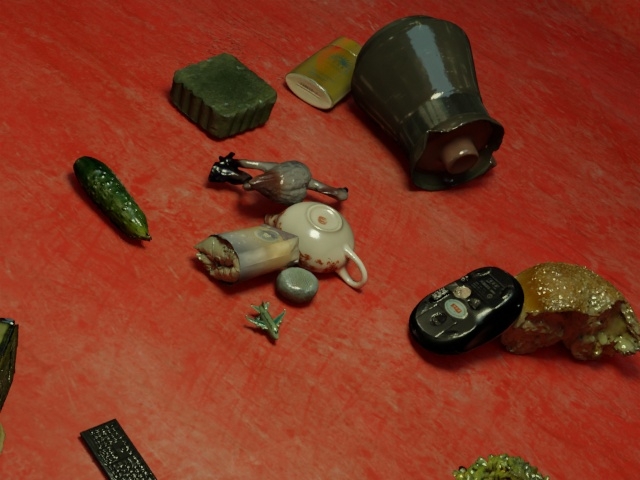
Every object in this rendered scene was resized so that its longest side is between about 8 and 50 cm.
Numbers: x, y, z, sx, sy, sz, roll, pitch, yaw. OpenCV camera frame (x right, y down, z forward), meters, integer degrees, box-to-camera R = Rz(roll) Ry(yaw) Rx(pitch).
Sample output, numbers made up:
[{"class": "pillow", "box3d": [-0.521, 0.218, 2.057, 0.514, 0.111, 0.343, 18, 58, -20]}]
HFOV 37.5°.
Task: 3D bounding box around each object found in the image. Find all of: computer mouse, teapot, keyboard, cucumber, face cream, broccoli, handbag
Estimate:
[{"class": "computer mouse", "box3d": [0.281, 0.145, 1.802, 0.233, 0.096, 0.137, -28, 49, -11]}, {"class": "teapot", "box3d": [0.274, -0.301, 2.211, 0.376, 0.305, 0.362, 23, 38, -52]}, {"class": "keyboard", "box3d": [-0.276, 0.348, 1.380, 0.067, 0.011, 0.202, -18, 56, -41]}, {"class": "cucumber", "box3d": [-0.385, -0.077, 1.752, 0.069, 0.069, 0.227, -22, 61, -42]}, {"class": "face cream", "box3d": [0.034, -0.422, 2.350, 0.139, 0.067, 0.285, 35, 40, 7]}, {"class": "teapot", "box3d": [0.000, 0.000, 1.851, 0.245, 0.116, 0.159, 48, 33, 17]}, {"class": "broccoli", "box3d": [0.294, 0.441, 1.442, 0.242, 0.180, 0.273, 35, 41, 11]}, {"class": "handbag", "box3d": [-0.138, 0.025, 1.748, 0.173, 0.095, 0.117, -15, 22, -39]}]

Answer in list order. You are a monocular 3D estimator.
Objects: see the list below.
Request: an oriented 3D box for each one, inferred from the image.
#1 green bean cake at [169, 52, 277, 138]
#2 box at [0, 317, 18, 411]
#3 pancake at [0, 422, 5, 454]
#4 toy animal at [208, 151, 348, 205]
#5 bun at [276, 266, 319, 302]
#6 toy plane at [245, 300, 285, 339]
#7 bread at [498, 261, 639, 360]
[{"class": "green bean cake", "box3d": [-0.218, -0.318, 2.083, 0.183, 0.094, 0.185, 42, 43, 19]}, {"class": "box", "box3d": [-0.626, 0.248, 1.187, 0.372, 0.138, 0.420, 12, 40, -6]}, {"class": "pancake", "box3d": [-0.512, 0.277, 1.325, 0.139, 0.022, 0.140, 10, 41, -9]}, {"class": "toy animal", "box3d": [-0.062, -0.121, 1.917, 0.324, 0.091, 0.195, 10, 16, -19]}, {"class": "bun", "box3d": [-0.044, 0.085, 1.766, 0.083, 0.045, 0.083, 17, 39, -14]}, {"class": "toy plane", "box3d": [-0.095, 0.146, 1.684, 0.080, 0.033, 0.083, -6, 55, -33]}, {"class": "bread", "box3d": [0.503, 0.131, 1.904, 0.314, 0.171, 0.192, 13, 45, -16]}]
